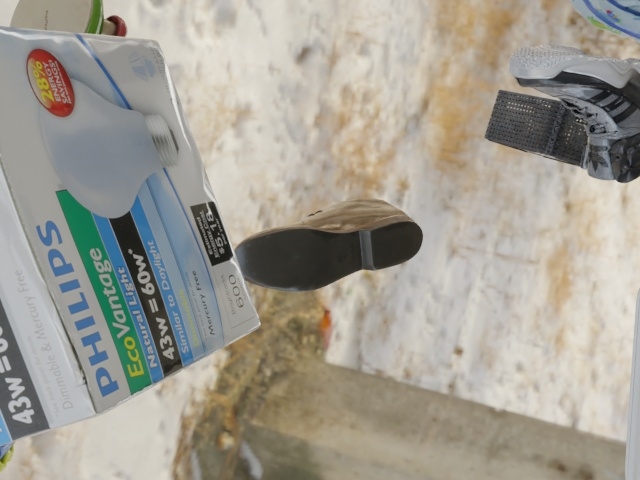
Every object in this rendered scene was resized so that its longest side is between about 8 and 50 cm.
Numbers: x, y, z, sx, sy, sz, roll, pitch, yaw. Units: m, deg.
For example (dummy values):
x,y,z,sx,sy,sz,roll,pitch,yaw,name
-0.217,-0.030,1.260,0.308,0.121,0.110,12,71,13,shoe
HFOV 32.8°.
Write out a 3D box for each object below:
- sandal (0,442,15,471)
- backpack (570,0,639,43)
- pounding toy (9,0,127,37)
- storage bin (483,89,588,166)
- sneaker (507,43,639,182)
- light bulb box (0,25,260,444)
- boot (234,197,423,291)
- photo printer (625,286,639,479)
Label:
x,y,z,sx,sy,sz,roll,pitch,yaw,name
-0.400,0.182,1.356,0.317,0.126,0.138,-56,167,-65,sandal
0.537,-0.410,1.581,0.273,0.355,0.290,-1,101,-81,backpack
-0.370,-0.281,1.608,0.110,0.183,0.237,21,89,-51,pounding toy
0.354,-0.172,1.687,0.122,0.180,0.084,13,96,-28,storage bin
0.337,-0.151,1.330,0.268,0.101,0.153,3,107,-28,sneaker
-0.277,-0.008,1.084,0.358,0.225,0.361,70,20,-1,light bulb box
0.000,0.000,1.721,0.115,0.305,0.112,-123,-150,-53,boot
0.454,0.125,1.257,0.256,0.107,0.308,-22,117,-43,photo printer
